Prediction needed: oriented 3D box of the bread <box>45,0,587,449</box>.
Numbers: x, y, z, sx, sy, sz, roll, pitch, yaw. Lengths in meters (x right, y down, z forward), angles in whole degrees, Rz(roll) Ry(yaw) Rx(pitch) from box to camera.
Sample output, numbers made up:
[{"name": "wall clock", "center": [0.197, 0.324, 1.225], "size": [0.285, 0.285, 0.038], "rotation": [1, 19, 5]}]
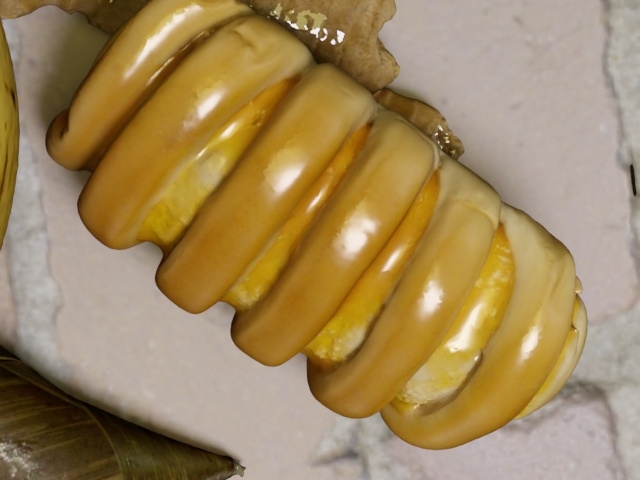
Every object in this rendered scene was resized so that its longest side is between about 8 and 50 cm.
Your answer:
[{"name": "bread", "center": [0.000, 0.000, 0.929], "size": [0.311, 0.121, 0.173], "rotation": [35, 136, -5]}]

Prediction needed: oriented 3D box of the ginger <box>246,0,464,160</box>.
[{"name": "ginger", "center": [0.018, -0.103, 0.971], "size": [0.165, 0.067, 0.096], "rotation": [32, 107, -17]}]

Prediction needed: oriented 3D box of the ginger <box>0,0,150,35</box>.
[{"name": "ginger", "center": [-0.106, -0.202, 0.956], "size": [0.133, 0.059, 0.214], "rotation": [18, 96, -10]}]

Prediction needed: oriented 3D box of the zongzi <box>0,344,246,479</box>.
[{"name": "zongzi", "center": [-0.187, 0.079, 0.974], "size": [0.242, 0.112, 0.221], "rotation": [-21, 84, -22]}]

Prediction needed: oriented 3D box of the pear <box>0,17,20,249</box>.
[{"name": "pear", "center": [-0.301, -0.050, 0.774], "size": [0.348, 0.348, 0.348], "rotation": [0, 96, -3]}]
